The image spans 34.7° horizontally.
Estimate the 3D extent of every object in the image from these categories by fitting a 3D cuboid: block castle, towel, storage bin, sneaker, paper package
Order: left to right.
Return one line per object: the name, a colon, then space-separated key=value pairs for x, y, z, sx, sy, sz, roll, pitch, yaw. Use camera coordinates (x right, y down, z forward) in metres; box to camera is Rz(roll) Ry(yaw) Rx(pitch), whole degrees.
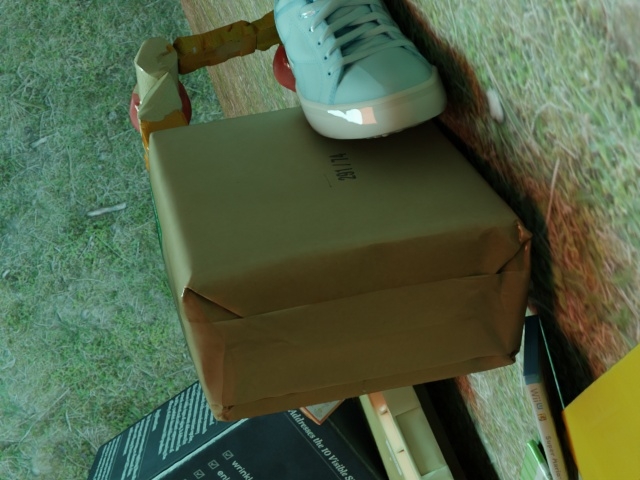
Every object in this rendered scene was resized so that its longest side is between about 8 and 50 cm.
block castle: x=-0.050 y=-0.062 z=1.323 sx=0.213 sy=0.303 sz=0.453 roll=107 pitch=142 yaw=-68
paper package: x=0.000 y=0.000 z=1.014 sx=0.325 sy=0.310 sz=0.168 roll=-116 pitch=19 yaw=-57
sneaker: x=0.015 y=-0.217 z=1.054 sx=0.366 sy=0.135 sz=0.150 roll=-127 pitch=14 yaw=-60
storage bin: x=0.158 y=0.309 z=1.557 sx=0.260 sy=0.123 sz=0.262 roll=96 pitch=152 yaw=-72
towel: x=0.271 y=0.310 z=1.160 sx=0.113 sy=0.023 sz=0.152 roll=84 pitch=165 yaw=-56

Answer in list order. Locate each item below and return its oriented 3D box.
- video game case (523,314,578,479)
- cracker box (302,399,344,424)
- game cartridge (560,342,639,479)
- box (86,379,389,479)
video game case: x=0.218 y=0.168 z=0.962 sx=0.119 sy=0.015 sz=0.166 roll=-62 pitch=-44 yaw=-64
cracker box: x=0.050 y=0.149 z=1.436 sx=0.067 sy=0.232 sz=0.156 roll=46 pitch=171 yaw=1
game cartridge: x=0.290 y=0.245 z=0.755 sx=0.285 sy=0.053 sz=0.323 roll=90 pitch=160 yaw=-70
box: x=-0.088 y=0.477 z=1.812 sx=0.480 sy=0.472 sz=0.297 roll=53 pitch=-169 yaw=-17
